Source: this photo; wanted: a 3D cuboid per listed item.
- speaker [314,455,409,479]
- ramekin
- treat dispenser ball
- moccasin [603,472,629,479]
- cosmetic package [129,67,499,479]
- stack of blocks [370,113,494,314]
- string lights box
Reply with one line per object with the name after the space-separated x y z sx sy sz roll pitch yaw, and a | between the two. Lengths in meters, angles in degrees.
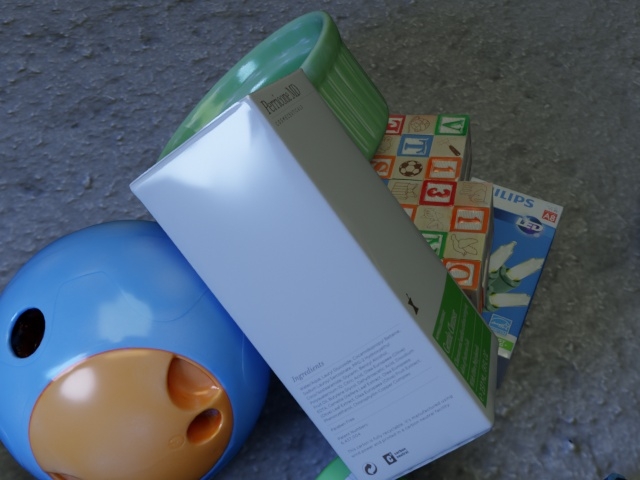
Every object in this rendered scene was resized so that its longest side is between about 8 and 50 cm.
0.113 0.338 0.813 0.296 0.131 0.131 38 59 23 | speaker
-0.057 -0.133 1.061 0.148 0.303 0.303 44 50 -23 | ramekin
-0.194 0.123 0.853 0.288 0.288 0.288 2 52 -3 | treat dispenser ball
0.320 0.386 0.788 0.116 0.138 0.342 15 54 2 | moccasin
0.010 0.031 0.817 0.366 0.155 0.197 54 22 -9 | cosmetic package
0.129 -0.031 1.036 0.171 0.087 0.297 3 48 16 | stack of blocks
0.211 0.047 1.074 0.133 0.077 0.260 20 54 14 | string lights box
